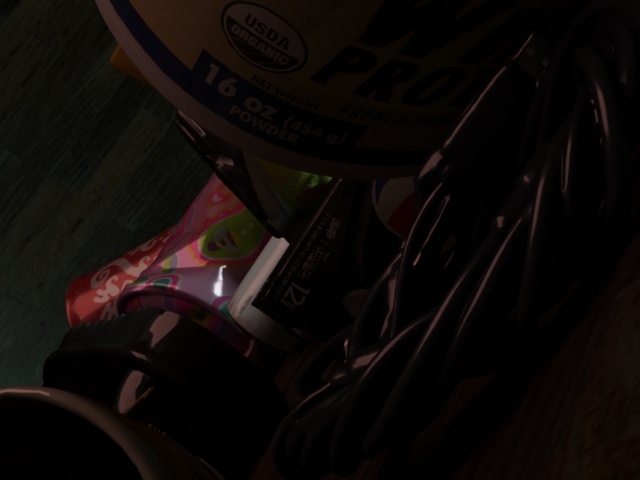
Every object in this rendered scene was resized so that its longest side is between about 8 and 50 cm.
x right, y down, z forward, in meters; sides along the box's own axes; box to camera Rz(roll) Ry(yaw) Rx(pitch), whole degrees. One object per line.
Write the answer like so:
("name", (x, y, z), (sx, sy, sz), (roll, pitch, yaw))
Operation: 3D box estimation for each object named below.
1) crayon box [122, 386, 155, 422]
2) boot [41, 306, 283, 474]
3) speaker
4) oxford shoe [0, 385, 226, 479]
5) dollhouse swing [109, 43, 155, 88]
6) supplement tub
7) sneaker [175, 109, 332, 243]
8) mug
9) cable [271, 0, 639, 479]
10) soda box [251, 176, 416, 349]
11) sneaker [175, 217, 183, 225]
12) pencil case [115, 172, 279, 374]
("crayon box", (-0.169, 0.218, 0.629), (0.323, 0.083, 0.203), (-43, -6, -23))
("boot", (-0.165, 0.183, 0.936), (0.260, 0.131, 0.348), (-58, 5, -18))
("speaker", (0.000, 0.000, 0.945), (0.136, 0.055, 0.055), (-55, 4, 12))
("oxford shoe", (-0.174, 0.208, 0.416), (0.449, 0.169, 0.130), (-52, -30, -29))
("dollhouse swing", (0.046, -0.264, 0.977), (0.347, 0.315, 0.305), (-58, -16, -21))
("supplement tub", (0.050, -0.181, 0.549), (0.228, 0.228, 0.316), (-59, 5, -30))
("sneaker", (-0.003, -0.049, 0.819), (0.094, 0.081, 0.208), (-43, -24, 4))
("mug", (-0.108, 0.023, 1.230), (0.169, 0.113, 0.150), (-32, 53, 21))
("cable", (0.049, 0.008, 0.474), (0.184, 0.047, 0.150), (-54, 10, 7))
("soda box", (0.035, -0.025, 0.751), (0.169, 0.053, 0.060), (-58, 5, -9))
("sneaker", (-0.126, 0.072, 1.483), (0.236, 0.130, 0.323), (-50, -3, -28))
("pencil case", (-0.029, -0.026, 1.097), (0.284, 0.124, 0.124), (-60, 5, -30))
